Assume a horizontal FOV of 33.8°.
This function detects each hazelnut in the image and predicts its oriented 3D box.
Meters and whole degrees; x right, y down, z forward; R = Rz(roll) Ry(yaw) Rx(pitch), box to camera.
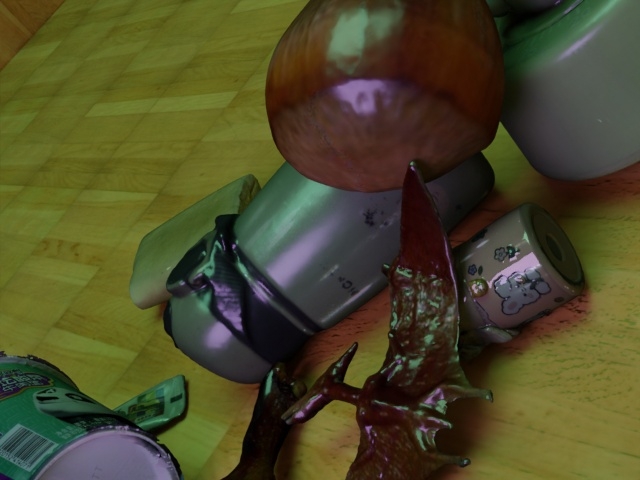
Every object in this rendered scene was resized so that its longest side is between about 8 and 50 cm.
[{"bbox_3d":[0.053,-0.143,0.877,0.214,0.176,0.214,-9,71,29],"label":"hazelnut"}]

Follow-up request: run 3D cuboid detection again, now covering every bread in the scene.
[{"bbox_3d":[-0.151,0.005,1.305,0.178,0.060,0.139,-27,32,24],"label":"bread"}]

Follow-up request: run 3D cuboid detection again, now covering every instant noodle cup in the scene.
[{"bbox_3d":[-0.255,0.241,0.965,0.190,0.251,0.251,8,56,43],"label":"instant noodle cup"}]

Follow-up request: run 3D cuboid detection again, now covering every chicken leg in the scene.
[{"bbox_3d":[-0.097,0.271,0.886,0.158,0.096,0.407,-30,25,56],"label":"chicken leg"}]

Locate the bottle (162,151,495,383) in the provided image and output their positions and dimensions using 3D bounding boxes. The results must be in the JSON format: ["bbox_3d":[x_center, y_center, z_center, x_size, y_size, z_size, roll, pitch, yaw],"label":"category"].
[{"bbox_3d":[-0.002,-0.001,1.042,0.347,0.168,0.168,-43,30,2],"label":"bottle"}]

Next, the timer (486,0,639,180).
[{"bbox_3d":[0.203,-0.259,0.936,0.291,0.315,0.291,-42,20,19],"label":"timer"}]

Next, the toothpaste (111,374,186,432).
[{"bbox_3d":[-0.255,0.226,1.171,0.255,0.037,0.067,-29,32,13],"label":"toothpaste"}]

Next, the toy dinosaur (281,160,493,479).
[{"bbox_3d":[0.040,0.114,0.829,0.327,0.113,0.206,-56,40,12],"label":"toy dinosaur"}]

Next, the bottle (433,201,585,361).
[{"bbox_3d":[0.141,0.043,0.901,0.152,0.099,0.099,-34,31,26],"label":"bottle"}]
